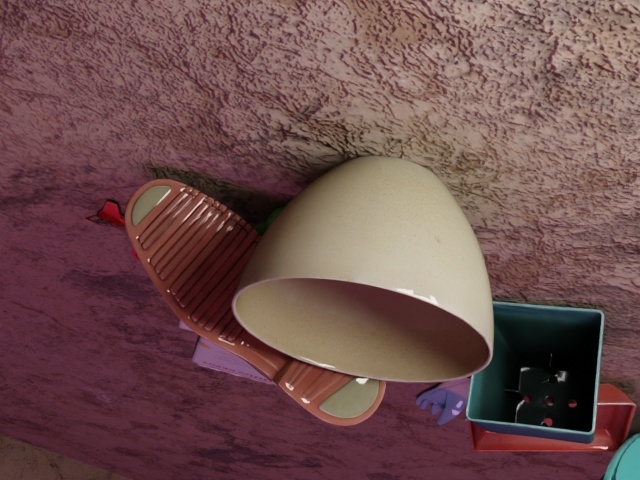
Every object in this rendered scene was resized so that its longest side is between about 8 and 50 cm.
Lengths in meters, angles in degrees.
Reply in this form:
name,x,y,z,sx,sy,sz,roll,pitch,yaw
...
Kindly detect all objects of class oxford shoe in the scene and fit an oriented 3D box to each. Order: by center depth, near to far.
name,x,y,z,sx,sy,sz,roll,pitch,yaw
oxford shoe,-0.094,0.084,1.300,0.397,0.140,0.146,47,172,-5

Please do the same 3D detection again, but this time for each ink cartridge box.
name,x,y,z,sx,sy,sz,roll,pitch,yaw
ink cartridge box,-0.107,0.144,1.601,0.154,0.093,0.212,17,153,-7

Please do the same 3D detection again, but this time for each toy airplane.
name,x,y,z,sx,sy,sz,roll,pitch,yaw
toy airplane,-0.252,-0.012,1.419,0.151,0.028,0.151,10,154,5

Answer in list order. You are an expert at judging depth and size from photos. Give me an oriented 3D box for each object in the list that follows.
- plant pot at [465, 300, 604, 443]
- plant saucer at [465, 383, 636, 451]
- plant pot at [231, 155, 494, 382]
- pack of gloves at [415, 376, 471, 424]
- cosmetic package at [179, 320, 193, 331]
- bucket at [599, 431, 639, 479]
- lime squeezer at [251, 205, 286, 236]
name,x,y,z,sx,sy,sz,roll,pitch,yaw
plant pot,0.317,0.203,1.449,0.166,0.165,0.234,3,161,20
plant saucer,0.374,0.292,1.693,0.259,0.047,0.258,-3,152,10
plant pot,0.060,0.019,1.139,0.284,0.191,0.284,10,155,5
pack of gloves,0.282,0.302,1.800,0.195,0.046,0.232,19,155,-10
cosmetic package,-0.071,0.089,1.440,0.231,0.085,0.117,18,129,-7
bucket,0.588,0.449,1.695,0.281,0.281,0.183,9,147,8
lime squeezer,0.000,0.000,1.290,0.310,0.058,0.110,5,154,15
